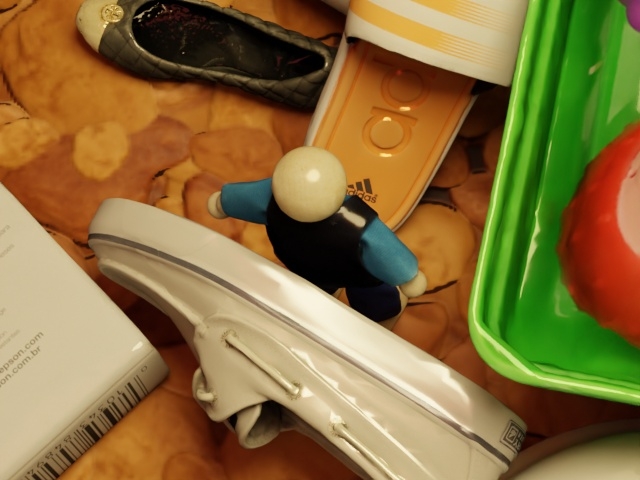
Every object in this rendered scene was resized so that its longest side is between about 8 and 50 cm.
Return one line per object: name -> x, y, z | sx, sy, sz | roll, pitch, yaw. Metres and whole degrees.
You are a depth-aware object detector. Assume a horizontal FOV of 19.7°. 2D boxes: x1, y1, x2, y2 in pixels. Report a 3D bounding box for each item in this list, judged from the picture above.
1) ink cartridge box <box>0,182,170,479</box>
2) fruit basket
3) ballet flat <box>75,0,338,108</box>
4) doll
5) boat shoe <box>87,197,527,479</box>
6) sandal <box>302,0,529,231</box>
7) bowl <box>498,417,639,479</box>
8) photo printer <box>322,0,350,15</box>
ink cartridge box -> -0.312, 0.067, 1.052 | 0.324, 0.071, 0.330 | -42, 69, -9
fruit basket -> 0.238, -0.089, 0.875 | 0.283, 0.392, 0.392 | 11, 73, 3
ballet flat -> -0.064, -0.121, 1.094 | 0.173, 0.049, 0.057 | 14, 73, 12
doll -> 0.000, 0.000, 0.971 | 0.129, 0.189, 0.046 | 23, 76, 14
boat shoe -> -0.024, 0.068, 0.977 | 0.267, 0.096, 0.088 | 30, 80, 14
sandal -> 0.058, -0.096, 0.981 | 0.102, 0.265, 0.076 | 13, 29, -11
bowl -> 0.174, 0.217, 0.906 | 0.298, 0.134, 0.298 | -2, 71, 6
photo printer -> 0.012, -0.280, 1.108 | 0.307, 0.107, 0.256 | 32, 78, 16
